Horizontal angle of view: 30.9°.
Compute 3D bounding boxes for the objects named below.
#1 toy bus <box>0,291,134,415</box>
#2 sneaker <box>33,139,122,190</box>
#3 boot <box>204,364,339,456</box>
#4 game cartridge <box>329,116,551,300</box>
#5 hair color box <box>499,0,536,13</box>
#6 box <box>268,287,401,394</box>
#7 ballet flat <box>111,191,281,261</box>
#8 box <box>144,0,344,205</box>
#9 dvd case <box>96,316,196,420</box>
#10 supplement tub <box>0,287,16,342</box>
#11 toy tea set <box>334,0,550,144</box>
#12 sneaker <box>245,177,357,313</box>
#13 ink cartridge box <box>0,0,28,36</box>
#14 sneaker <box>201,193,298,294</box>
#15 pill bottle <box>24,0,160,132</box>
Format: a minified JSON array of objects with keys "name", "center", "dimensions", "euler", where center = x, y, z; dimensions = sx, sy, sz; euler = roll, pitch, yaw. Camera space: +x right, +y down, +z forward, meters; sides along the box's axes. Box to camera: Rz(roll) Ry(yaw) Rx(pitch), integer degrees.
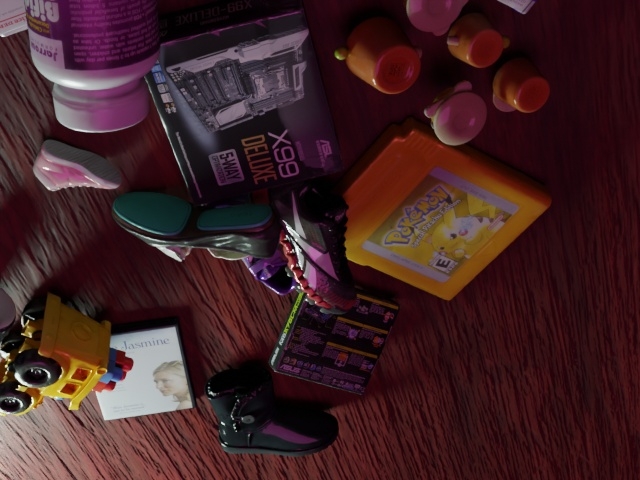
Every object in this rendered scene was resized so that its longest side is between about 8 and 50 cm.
[{"name":"toy bus","center":[-0.445,0.223,2.013],"dimensions":[0.211,0.149,0.220],"euler":[24,127,-27]},{"name":"sneaker","center":[-0.378,-0.102,1.778],"dimensions":[0.134,0.051,0.070],"euler":[23,128,-25]},{"name":"boot","center":[-0.091,0.326,2.225],"dimensions":[0.247,0.094,0.207],"euler":[-3,139,1]},{"name":"game cartridge","center":[0.177,-0.044,1.938],"dimensions":[0.324,0.052,0.285],"euler":[22,127,-29]},{"name":"hair color box","center":[0.284,-0.477,1.487],"dimensions":[0.185,0.110,0.339],"euler":[19,127,-25]},{"name":"box","center":[0.026,0.169,2.073],"dimensions":[0.191,0.045,0.184],"euler":[18,98,-26]},{"name":"ballet flat","center":[-0.195,-0.010,1.814],"dimensions":[0.280,0.095,0.096],"euler":[7,133,19]},{"name":"box","center":[-0.113,-0.207,1.701],"dimensions":[0.242,0.076,0.307],"euler":[-12,135,3]},{"name":"dvd case","center":[-0.335,0.242,2.148],"dimensions":[0.180,0.022,0.253],"euler":[-8,135,-3]},{"name":"supplement tub","center":[-0.603,0.162,1.951],"dimensions":[0.117,0.117,0.190],"euler":[22,127,-29]},{"name":"toy tea set","center":[0.182,-0.264,1.694],"dimensions":[0.336,0.124,0.200],"euler":[33,104,-37]},{"name":"sneaker","center":[0.000,0.000,1.856],"dimensions":[0.135,0.097,0.276],"euler":[-21,112,26]},{"name":"ink cartridge box","center":[-0.422,-0.336,1.527],"dimensions":[0.104,0.060,0.180],"euler":[-18,135,7]},{"name":"sneaker","center":[-0.103,0.008,1.899],"dimensions":[0.095,0.104,0.236],"euler":[-29,130,21]},{"name":"pill bottle","center":[-0.291,-0.298,1.472],"dimensions":[0.169,0.169,0.301],"euler":[-4,121,-7]}]
